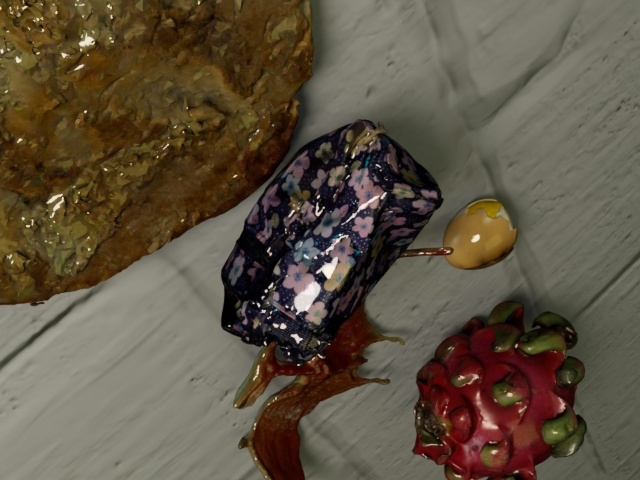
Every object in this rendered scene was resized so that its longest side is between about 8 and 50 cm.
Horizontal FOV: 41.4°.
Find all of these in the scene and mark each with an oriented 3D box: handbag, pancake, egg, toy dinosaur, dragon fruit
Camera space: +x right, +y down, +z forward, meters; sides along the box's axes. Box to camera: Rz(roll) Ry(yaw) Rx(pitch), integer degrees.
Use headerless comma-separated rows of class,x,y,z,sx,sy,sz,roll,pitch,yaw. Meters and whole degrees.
handbag,0.000,0.000,0.707,0.126,0.229,0.208,40,96,-6
pancake,-0.152,-0.113,0.579,0.356,0.065,0.356,-23,135,-25
egg,0.171,-0.004,0.921,0.083,0.071,0.071,-28,137,-2
toy dinosaur,0.030,0.139,0.885,0.327,0.113,0.206,-50,138,1
dragon fruit,0.214,0.174,1.020,0.198,0.273,0.219,22,119,0
